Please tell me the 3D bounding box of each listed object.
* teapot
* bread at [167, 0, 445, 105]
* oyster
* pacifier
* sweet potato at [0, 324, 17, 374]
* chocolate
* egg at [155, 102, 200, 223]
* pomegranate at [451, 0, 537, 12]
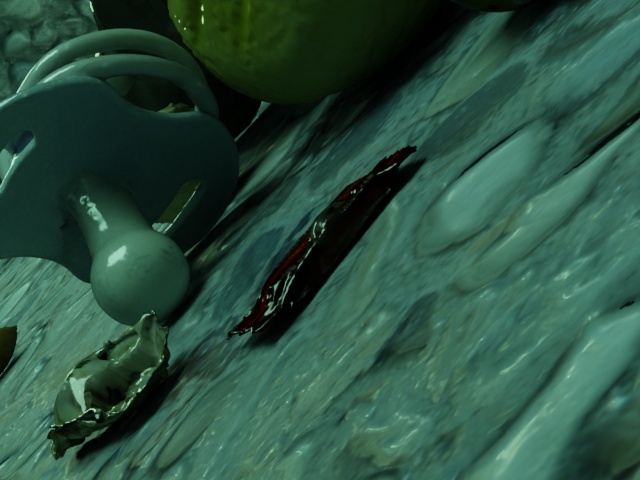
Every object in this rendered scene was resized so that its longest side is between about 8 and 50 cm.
[{"bbox_3d":[-0.166,-0.200,1.898,0.270,0.200,0.337,-49,-3,-12],"label":"teapot"},{"bbox_3d":[-0.020,-0.281,1.604,0.237,0.320,0.320,-30,-3,-44],"label":"bread"},{"bbox_3d":[-0.166,0.114,1.411,0.166,0.053,0.108,-23,43,47],"label":"oyster"},{"bbox_3d":[-0.178,-0.027,1.599,0.244,0.299,0.233,-48,50,27],"label":"pacifier"},{"bbox_3d":[-0.423,0.170,2.106,0.068,0.060,0.206,6,41,40],"label":"sweet potato"},{"bbox_3d":[0.000,0.000,1.264,0.182,0.028,0.086,-52,10,-16],"label":"chocolate"},{"bbox_3d":[-0.143,-0.075,1.809,0.140,0.116,0.118,-15,-37,-53],"label":"egg"},{"bbox_3d":[0.139,-0.245,1.312,0.180,0.180,0.210,-47,42,-4],"label":"pomegranate"}]
